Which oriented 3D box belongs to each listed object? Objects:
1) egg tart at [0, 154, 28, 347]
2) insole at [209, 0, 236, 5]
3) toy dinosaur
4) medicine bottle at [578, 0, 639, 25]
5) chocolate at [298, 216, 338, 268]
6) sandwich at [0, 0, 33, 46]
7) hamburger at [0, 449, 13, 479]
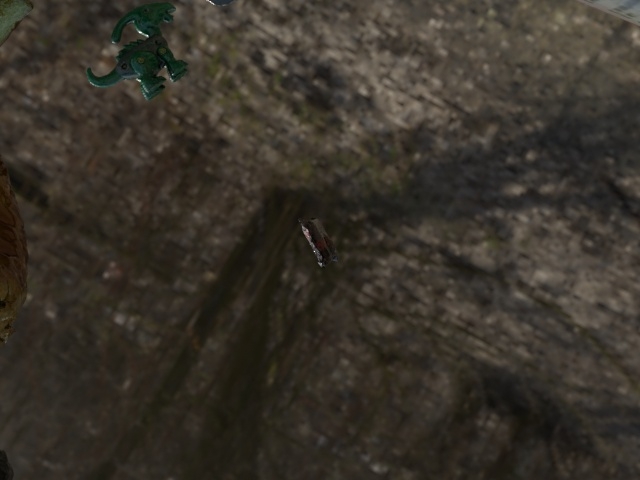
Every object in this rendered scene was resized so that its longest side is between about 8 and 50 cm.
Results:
[{"bbox_3d":[-0.286,-0.052,0.797,0.295,0.116,0.294,-24,-90,-83],"label":"egg tart"},{"bbox_3d":[-0.042,-0.294,1.118,0.081,0.011,0.248,37,129,-10],"label":"insole"},{"bbox_3d":[-0.210,-0.216,1.529,0.096,0.132,0.059,55,169,3],"label":"toy dinosaur"},{"bbox_3d":[0.264,-0.351,1.293,0.388,0.219,0.219,18,173,-18],"label":"medicine bottle"},{"bbox_3d":[0.000,0.000,1.984,0.086,0.028,0.182,61,-171,4],"label":"chocolate"},{"bbox_3d":[-0.470,-0.240,1.619,0.088,0.244,0.090,45,-179,28],"label":"sandwich"},{"bbox_3d":[-0.441,0.238,1.407,0.235,0.125,0.214,-20,120,35],"label":"hamburger"}]
